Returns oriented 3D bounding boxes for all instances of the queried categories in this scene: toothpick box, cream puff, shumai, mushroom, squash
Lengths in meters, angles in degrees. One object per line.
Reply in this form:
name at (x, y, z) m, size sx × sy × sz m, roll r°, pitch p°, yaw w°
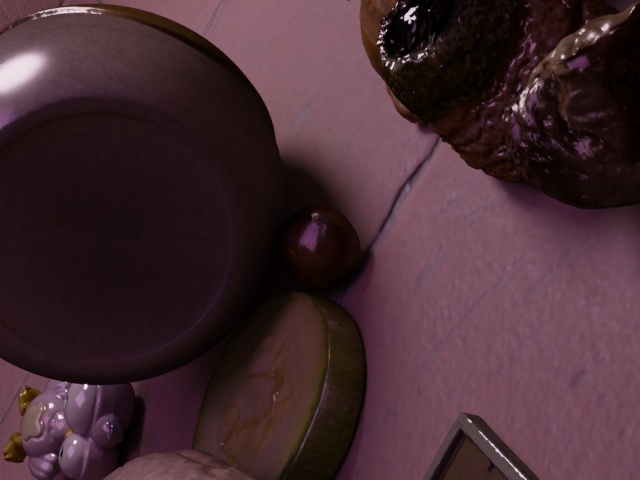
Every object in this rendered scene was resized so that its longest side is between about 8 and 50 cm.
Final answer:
toothpick box at (-0.251, -0.067, 1.132) m, size 0.409 × 0.409 × 0.425 m, roll -61°, pitch 18°, yaw 12°
cream puff at (0.128, -0.153, 0.794) m, size 0.183 × 0.169 × 0.183 m, roll -41°, pitch 36°, yaw 39°
shumai at (0.190, -0.088, 0.675) m, size 0.139 × 0.105 × 0.123 m, roll -13°, pitch 70°, yaw 39°
mushroom at (-0.010, 0.003, 1.027) m, size 0.129 × 0.072 × 0.088 m, roll -135°, pitch 37°, yaw -64°
squash at (-0.050, 0.166, 0.999) m, size 0.252 × 0.049 × 0.252 m, roll -40°, pitch 37°, yaw 40°

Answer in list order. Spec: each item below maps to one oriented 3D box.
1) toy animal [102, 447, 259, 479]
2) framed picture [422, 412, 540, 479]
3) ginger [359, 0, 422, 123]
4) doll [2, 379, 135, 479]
toy animal at (-0.110, 0.296, 0.820) m, size 0.358 × 0.188 × 0.227 m, roll 6°, pitch 88°, yaw 56°
framed picture at (0.118, 0.290, 0.648) m, size 0.241 × 0.020 × 0.324 m, roll -63°, pitch 29°, yaw 8°
ginger at (0.090, -0.230, 0.957) m, size 0.157 × 0.102 × 0.216 m, roll -93°, pitch 7°, yaw -48°
doll at (-0.351, 0.264, 1.405) m, size 0.365 × 0.094 × 0.160 m, roll -16°, pitch 60°, yaw 57°
